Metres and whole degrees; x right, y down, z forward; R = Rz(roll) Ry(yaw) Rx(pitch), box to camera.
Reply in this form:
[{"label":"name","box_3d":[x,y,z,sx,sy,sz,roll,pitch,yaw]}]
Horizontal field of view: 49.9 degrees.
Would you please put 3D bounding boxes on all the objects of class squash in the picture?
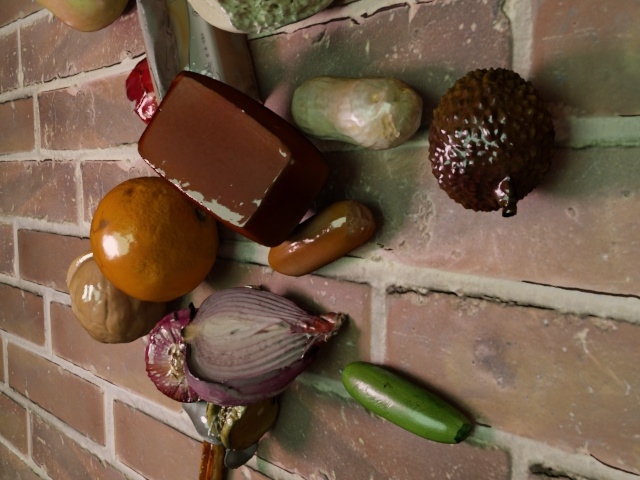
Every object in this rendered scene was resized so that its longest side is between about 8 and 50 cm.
[{"label":"squash","box_3d":[0.141,0.289,1.248,0.292,0.082,0.082,20,108,45]}]

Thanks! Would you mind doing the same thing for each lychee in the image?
[{"label":"lychee","box_3d":[0.251,-0.138,1.008,0.200,0.200,0.238,-43,48,41]}]

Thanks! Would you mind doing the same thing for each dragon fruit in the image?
[{"label":"dragon fruit","box_3d":[-0.391,-0.377,1.732,0.163,0.189,0.262,111,136,-68]}]

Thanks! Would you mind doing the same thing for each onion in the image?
[{"label":"onion","box_3d":[-0.111,0.234,1.441,0.159,0.348,0.267,77,-165,-45]},{"label":"onion","box_3d":[-0.313,0.275,1.693,0.230,0.163,0.230,1,97,7]}]

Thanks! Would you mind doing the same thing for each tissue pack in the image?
[{"label":"tissue pack","box_3d":[-0.298,-0.418,1.535,0.238,0.238,0.306,-23,77,46]}]

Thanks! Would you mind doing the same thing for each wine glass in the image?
[{"label":"wine glass","box_3d":[-0.249,0.448,1.679,0.222,0.103,0.103,35,119,38]}]

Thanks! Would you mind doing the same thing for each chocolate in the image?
[{"label":"chocolate","box_3d":[0.063,-0.233,1.251,0.309,0.134,0.134,15,105,49]}]

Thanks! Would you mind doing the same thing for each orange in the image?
[{"label":"orange","box_3d":[-0.393,-0.006,1.644,0.312,0.312,0.312,6,99,47]}]

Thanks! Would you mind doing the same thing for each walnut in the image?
[{"label":"walnut","box_3d":[-0.539,0.131,1.846,0.296,0.285,0.285,-90,22,-58]}]

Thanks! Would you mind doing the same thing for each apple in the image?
[{"label":"apple","box_3d":[-0.661,-0.741,1.869,0.277,0.319,0.319,-50,54,4]}]

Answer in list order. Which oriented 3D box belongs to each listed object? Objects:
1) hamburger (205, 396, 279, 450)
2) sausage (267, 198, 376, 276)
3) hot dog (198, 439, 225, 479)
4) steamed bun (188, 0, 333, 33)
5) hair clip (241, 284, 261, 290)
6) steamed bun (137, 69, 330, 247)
[{"label":"hamburger","box_3d":[-0.184,0.376,1.536,0.113,0.185,0.177,38,136,31]},{"label":"sausage","box_3d":[-0.001,0.000,1.356,0.274,0.105,0.105,-31,71,45]},{"label":"hot dog","box_3d":[-0.273,0.574,1.750,0.072,0.055,0.188,27,114,46]},{"label":"steamed bun","box_3d":[-0.123,-0.511,1.319,0.273,0.290,0.272,-22,83,65]},{"label":"hair clip","box_3d":[-0.173,0.211,1.583,0.159,0.071,0.219,19,95,27]},{"label":"steamed bun","box_3d":[-0.159,-0.157,1.360,0.379,0.248,0.235,36,96,22]}]
